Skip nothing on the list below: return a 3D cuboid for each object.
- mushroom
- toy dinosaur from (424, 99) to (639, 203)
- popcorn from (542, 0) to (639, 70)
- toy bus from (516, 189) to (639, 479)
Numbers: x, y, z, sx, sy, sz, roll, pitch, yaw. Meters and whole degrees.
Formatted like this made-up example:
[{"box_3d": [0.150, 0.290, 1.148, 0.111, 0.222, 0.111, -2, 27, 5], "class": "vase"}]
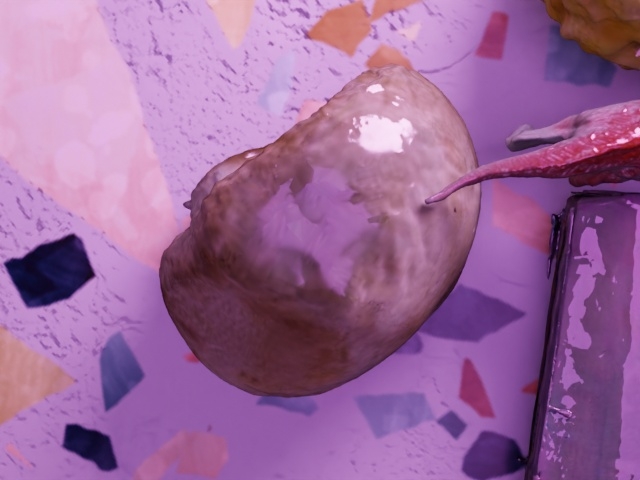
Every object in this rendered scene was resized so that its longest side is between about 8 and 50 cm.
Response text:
[{"box_3d": [0.002, 0.008, 0.619, 0.267, 0.164, 0.190, -31, 89, 7], "class": "mushroom"}, {"box_3d": [0.188, -0.060, 0.546, 0.242, 0.167, 0.053, -12, 92, -21], "class": "toy dinosaur"}, {"box_3d": [0.256, -0.215, 0.561, 0.256, 0.195, 0.255, -22, 79, 30], "class": "popcorn"}, {"box_3d": [0.221, 0.122, 0.635, 0.137, 0.112, 0.317, 8, 94, 10], "class": "toy bus"}]
